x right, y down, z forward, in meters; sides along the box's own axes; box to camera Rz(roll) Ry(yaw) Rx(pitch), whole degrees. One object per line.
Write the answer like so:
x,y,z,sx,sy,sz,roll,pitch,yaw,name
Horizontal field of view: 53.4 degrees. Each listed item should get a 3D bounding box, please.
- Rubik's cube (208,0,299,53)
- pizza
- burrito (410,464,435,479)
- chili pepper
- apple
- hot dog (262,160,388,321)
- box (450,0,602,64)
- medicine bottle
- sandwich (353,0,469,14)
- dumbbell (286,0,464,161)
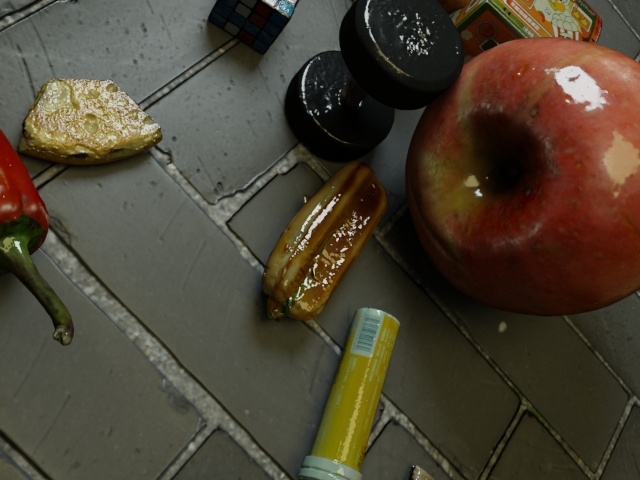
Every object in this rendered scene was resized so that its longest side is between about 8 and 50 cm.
-0.082,-0.329,0.858,0.092,0.092,0.092,28,63,-17,Rubik's cube
-0.267,-0.135,0.734,0.160,0.035,0.099,-10,80,-30,pizza
0.170,0.359,0.807,0.171,0.042,0.051,45,70,-7,burrito
-0.336,-0.031,0.610,0.338,0.131,0.134,49,34,-2,chili pepper
0.300,-0.078,0.836,0.363,0.364,0.364,8,71,-25,apple
0.000,0.000,0.815,0.104,0.076,0.250,49,61,-29,hot dog
0.328,-0.345,1.047,0.195,0.148,0.178,38,60,-13,box
0.042,0.192,0.774,0.073,0.074,0.218,29,62,-17,medicine bottle
0.128,-0.386,0.914,0.065,0.214,0.186,-3,77,-30,sandwich
0.064,-0.210,0.824,0.152,0.218,0.153,9,70,-25,dumbbell
